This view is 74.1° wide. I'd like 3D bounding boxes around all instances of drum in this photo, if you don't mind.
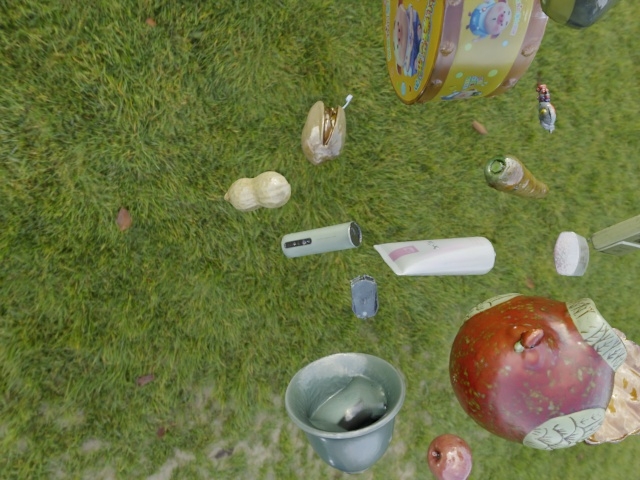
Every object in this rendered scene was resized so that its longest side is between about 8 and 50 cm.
[{"bbox_3d":[0.288,-0.517,0.916,0.214,0.431,0.432,-6,105,-5],"label":"drum"}]

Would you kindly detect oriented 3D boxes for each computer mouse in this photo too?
[{"bbox_3d":[0.197,0.254,1.936,0.126,0.071,0.231,-8,108,1],"label":"computer mouse"}]

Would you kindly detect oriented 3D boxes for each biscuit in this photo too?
[{"bbox_3d":[0.691,0.367,1.125,0.326,0.325,0.107,-45,148,-8],"label":"biscuit"}]

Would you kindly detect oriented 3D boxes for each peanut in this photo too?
[{"bbox_3d":[-0.136,-0.101,0.898,0.082,0.187,0.082,12,75,-53],"label":"peanut"}]

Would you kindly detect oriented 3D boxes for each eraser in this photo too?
[{"bbox_3d":[1.050,0.060,1.769,0.270,0.094,0.174,7,86,-49],"label":"eraser"}]

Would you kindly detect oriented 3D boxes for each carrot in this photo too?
[{"bbox_3d":[0.462,-0.126,0.953,0.298,0.078,0.078,9,99,-42],"label":"carrot"}]

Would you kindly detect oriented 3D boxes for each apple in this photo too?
[{"bbox_3d":[0.408,0.694,1.345,0.119,0.153,0.154,25,91,-11],"label":"apple"}]

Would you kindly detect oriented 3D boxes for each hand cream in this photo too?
[{"bbox_3d":[0.357,0.049,1.297,0.358,0.185,0.118,-1,118,-17],"label":"hand cream"}]

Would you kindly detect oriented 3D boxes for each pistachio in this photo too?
[{"bbox_3d":[0.010,-0.320,1.260,0.129,0.131,0.206,17,63,-16],"label":"pistachio"}]

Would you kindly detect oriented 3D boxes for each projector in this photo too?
[{"bbox_3d":[0.000,0.000,1.749,0.108,0.337,0.108,23,62,-54],"label":"projector"}]

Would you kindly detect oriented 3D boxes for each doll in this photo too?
[{"bbox_3d":[0.899,-0.521,1.690,0.062,0.104,0.195,-8,84,-11],"label":"doll"}]

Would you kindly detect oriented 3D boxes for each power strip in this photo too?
[{"bbox_3d":[0.458,-0.017,0.584,0.076,0.169,0.028,8,63,-26],"label":"power strip"}]

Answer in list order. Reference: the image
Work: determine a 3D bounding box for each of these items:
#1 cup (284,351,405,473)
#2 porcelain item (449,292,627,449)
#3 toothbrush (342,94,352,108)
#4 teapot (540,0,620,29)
[{"bbox_3d":[0.049,0.310,0.721,0.199,0.199,0.150,-16,111,-19],"label":"cup"},{"bbox_3d":[0.322,0.181,0.647,0.252,0.253,0.253,-5,104,-22],"label":"porcelain item"},{"bbox_3d":[0.065,-0.496,1.670,0.019,0.013,0.193,36,87,7],"label":"toothbrush"},{"bbox_3d":[0.314,-0.324,0.470,0.119,0.130,0.166,-3,76,17],"label":"teapot"}]
